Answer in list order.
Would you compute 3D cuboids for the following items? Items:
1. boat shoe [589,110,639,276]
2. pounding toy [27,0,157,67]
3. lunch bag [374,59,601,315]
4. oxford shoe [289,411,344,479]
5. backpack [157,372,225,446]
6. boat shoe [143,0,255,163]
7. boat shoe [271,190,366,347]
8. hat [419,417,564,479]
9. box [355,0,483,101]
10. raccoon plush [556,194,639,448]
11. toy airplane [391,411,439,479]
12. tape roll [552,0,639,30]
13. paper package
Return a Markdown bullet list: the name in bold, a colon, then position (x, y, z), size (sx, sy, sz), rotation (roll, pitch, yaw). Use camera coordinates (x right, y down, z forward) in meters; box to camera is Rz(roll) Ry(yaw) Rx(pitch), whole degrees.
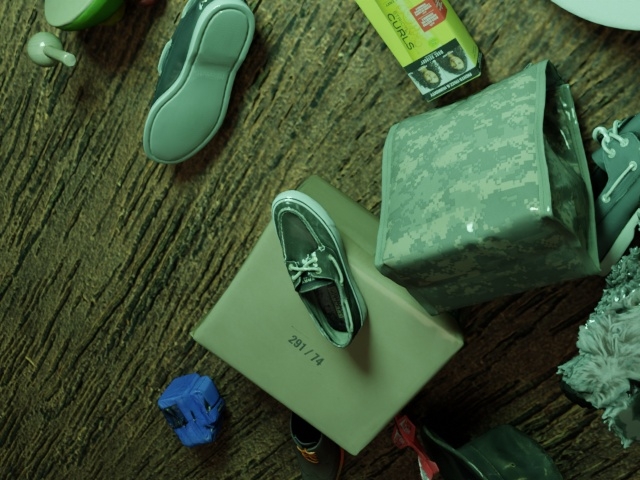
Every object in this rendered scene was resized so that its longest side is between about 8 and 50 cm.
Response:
- **boat shoe**: position (0.381, -0.096, 0.990), size (0.099, 0.116, 0.319), rotation (23, 127, 9)
- **pounding toy**: position (-0.319, -0.347, 1.162), size (0.183, 0.110, 0.236), rotation (20, 86, 46)
- **lunch bag**: position (0.207, -0.077, 1.001), size (0.235, 0.287, 0.169), rotation (-20, 138, 34)
- **oxford shoe**: position (-0.019, 0.352, 1.385), size (0.097, 0.098, 0.271), rotation (5, 116, 21)
- **backpack**: position (-0.230, 0.320, 1.461), size (0.101, 0.098, 0.120), rotation (-16, 106, 25)
- **boat shoe**: position (-0.186, -0.246, 1.176), size (0.114, 0.091, 0.302), rotation (13, 130, -35)
- **boat shoe**: position (-0.003, 0.039, 1.038), size (0.078, 0.070, 0.219), rotation (-22, 105, 25)
- **hat**: position (0.299, 0.378, 1.225), size (0.134, 0.331, 0.331), rotation (-38, 98, -9)
- **box**: position (0.112, -0.294, 1.003), size (0.087, 0.058, 0.232), rotation (-23, 121, 30)
- **raccoon plush**: position (0.459, 0.059, 0.966), size (0.216, 0.299, 0.446), rotation (25, 108, 18)
- **toy airplane**: position (0.154, 0.336, 1.302), size (0.028, 0.151, 0.151), rotation (-20, 110, -15)
- **tape roll**: position (0.335, -0.411, 0.796), size (0.392, 0.072, 0.392), rotation (31, 138, 32)
- **paper package**: position (0.021, 0.111, 1.203), size (0.325, 0.168, 0.309), rotation (36, 123, 0)
